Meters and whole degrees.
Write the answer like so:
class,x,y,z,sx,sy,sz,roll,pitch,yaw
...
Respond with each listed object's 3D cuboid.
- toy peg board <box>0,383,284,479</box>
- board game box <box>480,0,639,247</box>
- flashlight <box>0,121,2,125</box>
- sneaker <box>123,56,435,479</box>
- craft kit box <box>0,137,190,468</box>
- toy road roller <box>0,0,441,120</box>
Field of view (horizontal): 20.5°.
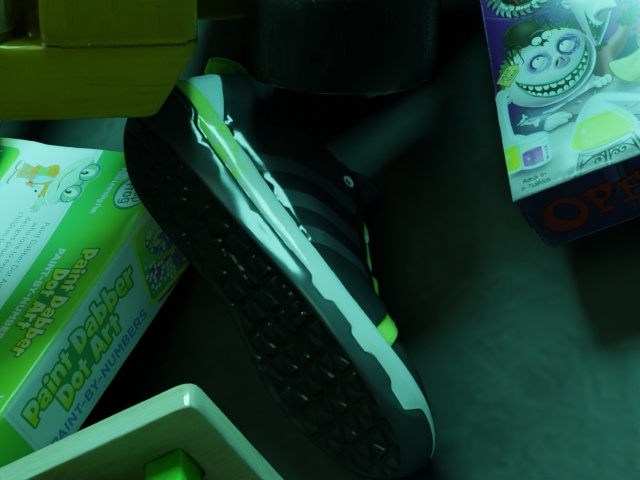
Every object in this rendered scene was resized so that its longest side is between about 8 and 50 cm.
class,x,y,z,sx,sy,sz,roll,pitch,yaw
toy peg board,-0.078,0.164,0.744,0.161,0.161,0.079,-25,37,17
board game box,0.237,-0.144,0.785,0.346,0.056,0.208,-21,46,20
flashlight,-0.186,-0.160,0.972,0.103,0.103,0.304,8,56,34
sneaker,0.000,0.000,0.838,0.097,0.084,0.235,-24,69,-30
craft kit box,-0.216,0.046,0.909,0.246,0.061,0.250,7,50,35
toy road roller,-0.091,-0.186,0.851,0.329,0.203,0.240,-3,21,-7
